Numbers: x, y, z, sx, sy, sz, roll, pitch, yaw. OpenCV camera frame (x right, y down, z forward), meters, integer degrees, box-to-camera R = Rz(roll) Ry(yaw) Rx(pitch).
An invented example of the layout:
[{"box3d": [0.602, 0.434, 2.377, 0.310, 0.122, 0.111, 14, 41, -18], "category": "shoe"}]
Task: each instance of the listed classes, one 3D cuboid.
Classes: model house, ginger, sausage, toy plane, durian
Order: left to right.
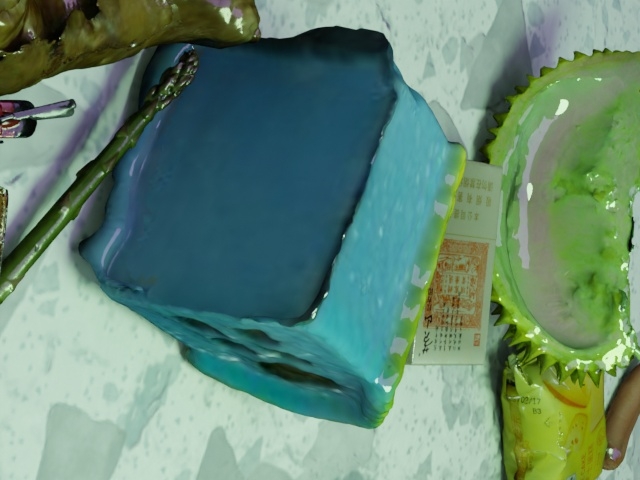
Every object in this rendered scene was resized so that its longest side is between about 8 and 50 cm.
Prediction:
[{"box3d": [-0.238, -0.080, 1.069, 0.145, 0.060, 0.037, -5, 98, -38], "category": "toy plane"}, {"box3d": [-0.173, -0.158, 1.089, 0.309, 0.133, 0.107, -21, 95, -58], "category": "ginger"}, {"box3d": [0.000, 0.000, 1.281, 0.303, 0.215, 0.237, 44, 59, -51], "category": "model house"}, {"box3d": [0.251, -0.024, 1.645, 0.157, 0.169, 0.356, 12, 77, -51], "category": "durian"}, {"box3d": [0.373, 0.203, 1.940, 0.177, 0.047, 0.040, -54, 137, -33], "category": "sausage"}]

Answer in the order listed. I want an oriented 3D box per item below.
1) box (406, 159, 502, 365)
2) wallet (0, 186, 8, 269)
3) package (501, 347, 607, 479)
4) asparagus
[{"box3d": [0.110, 0.019, 1.553, 0.141, 0.058, 0.201, 8, 88, -54], "category": "box"}, {"box3d": [-0.284, 0.029, 1.032, 0.195, 0.042, 0.161, 5, 90, -54], "category": "wallet"}, {"box3d": [0.250, 0.197, 1.737, 0.168, 0.090, 0.226, -31, 121, -46], "category": "package"}, {"box3d": [-0.164, -0.048, 1.171, 0.248, 0.025, 0.024, -52, 141, -22], "category": "asparagus"}]
